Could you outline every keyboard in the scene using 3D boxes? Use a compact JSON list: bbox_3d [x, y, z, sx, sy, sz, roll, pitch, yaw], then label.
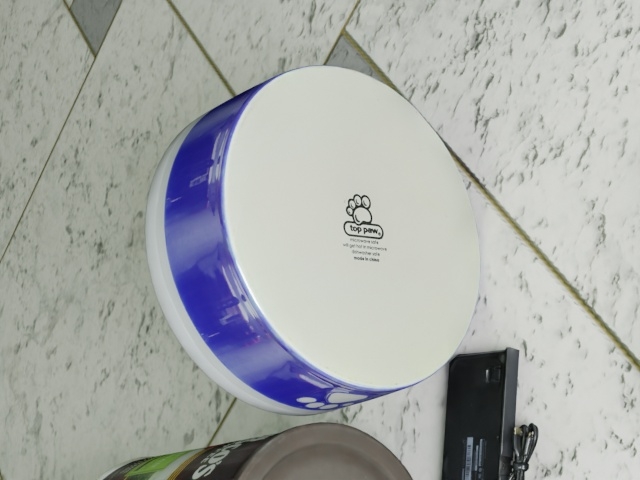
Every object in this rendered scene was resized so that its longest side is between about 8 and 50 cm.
[{"bbox_3d":[0.131,0.173,1.029,0.108,0.023,0.180,-17,66,59],"label":"keyboard"}]

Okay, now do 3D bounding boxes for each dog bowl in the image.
[{"bbox_3d":[0.000,0.000,1.060,0.104,0.265,0.264,-22,61,47],"label":"dog bowl"}]

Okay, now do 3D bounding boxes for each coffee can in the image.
[{"bbox_3d":[-0.070,0.268,1.120,0.275,0.202,0.201,-21,62,51],"label":"coffee can"}]
